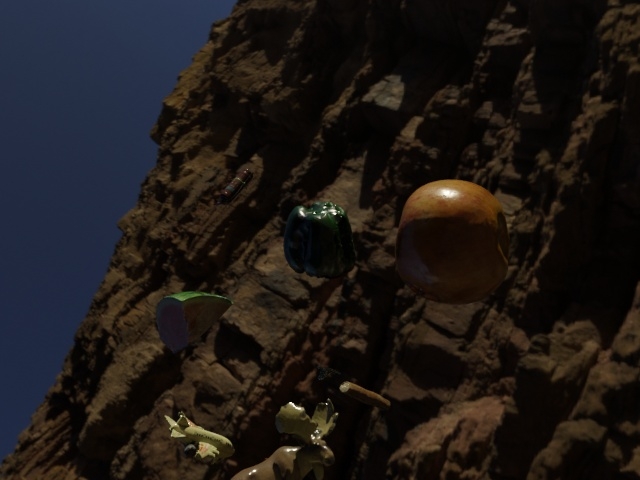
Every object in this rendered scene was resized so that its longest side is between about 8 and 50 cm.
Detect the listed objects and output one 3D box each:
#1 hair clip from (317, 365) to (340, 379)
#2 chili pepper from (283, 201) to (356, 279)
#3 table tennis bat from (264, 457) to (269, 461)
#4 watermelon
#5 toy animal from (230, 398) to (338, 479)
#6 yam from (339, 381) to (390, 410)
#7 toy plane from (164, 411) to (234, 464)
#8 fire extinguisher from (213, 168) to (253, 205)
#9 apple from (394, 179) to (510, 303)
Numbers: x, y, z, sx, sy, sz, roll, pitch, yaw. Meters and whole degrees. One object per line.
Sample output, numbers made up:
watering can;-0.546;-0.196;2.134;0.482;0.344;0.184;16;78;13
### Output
hair clip;0.025;0.432;1.575;0.115;0.030;0.039;25;-96;-55
chili pepper;0.000;0.000;1.710;0.233;0.248;0.257;-23;-64;-48
table tennis bat;-0.075;0.589;1.290;0.220;0.130;0.019;73;-160;-65
watermelon;-0.313;0.180;1.209;0.146;0.231;0.128;-27;-94;-41
toy animal;-0.052;0.370;0.792;0.214;0.094;0.186;-17;-109;-11
yam;0.169;0.581;1.802;0.241;0.056;0.057;32;-101;-32
toy plane;-0.364;0.609;1.471;0.092;0.229;0.244;-49;-61;-8
fire extinguisher;-0.234;-0.139;1.319;0.132;0.056;0.039;-54;-46;-30
apple;0.419;0.010;1.512;0.400;0.333;0.401;-42;-41;-52
